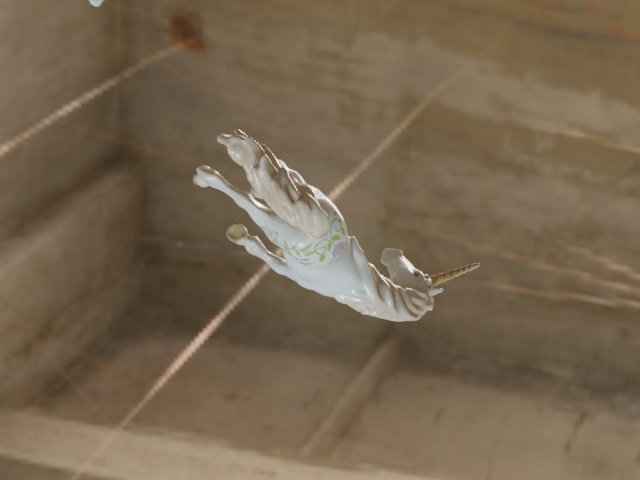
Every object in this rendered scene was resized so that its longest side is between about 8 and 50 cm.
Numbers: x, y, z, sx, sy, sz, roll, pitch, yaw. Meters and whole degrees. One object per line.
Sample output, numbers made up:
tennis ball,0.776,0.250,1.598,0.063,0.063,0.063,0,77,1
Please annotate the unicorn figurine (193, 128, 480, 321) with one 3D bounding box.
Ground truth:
unicorn figurine,0.000,0.000,0.748,0.111,0.060,0.162,33,-175,22

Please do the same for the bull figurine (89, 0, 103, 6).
bull figurine,-0.306,-0.363,1.523,0.188,0.101,0.310,30,-160,-32
